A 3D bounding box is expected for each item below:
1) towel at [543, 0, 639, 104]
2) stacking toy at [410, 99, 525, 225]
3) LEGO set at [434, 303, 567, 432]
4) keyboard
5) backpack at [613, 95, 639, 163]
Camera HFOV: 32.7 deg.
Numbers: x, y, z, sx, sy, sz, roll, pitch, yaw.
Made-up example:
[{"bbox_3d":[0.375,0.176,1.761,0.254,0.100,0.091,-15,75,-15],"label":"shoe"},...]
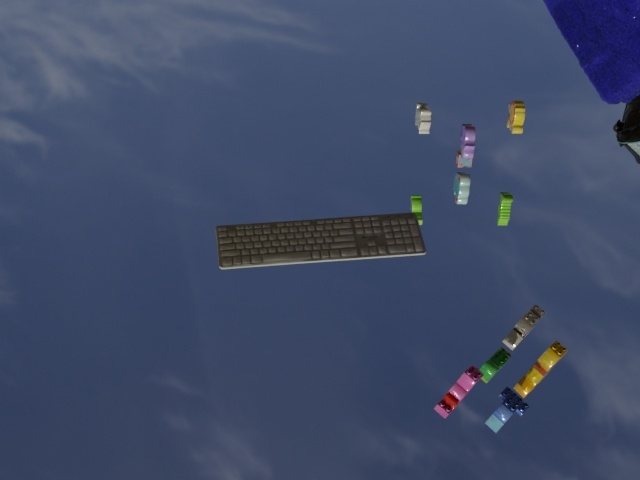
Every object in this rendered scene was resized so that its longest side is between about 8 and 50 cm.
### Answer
[{"bbox_3d":[0.320,-0.312,1.311,0.076,0.227,0.308,-34,-94,-6],"label":"towel"},{"bbox_3d":[0.232,-0.119,1.743,0.167,0.221,0.052,0,-153,-5],"label":"stacking toy"},{"bbox_3d":[0.257,0.160,1.405,0.087,0.093,0.227,42,-133,13],"label":"LEGO set"},{"bbox_3d":[0.000,0.000,1.351,0.256,0.014,0.072,-4,-139,-7],"label":"keyboard"},{"bbox_3d":[0.624,-0.213,1.873,0.188,0.144,0.166,-15,-133,53],"label":"backpack"}]
